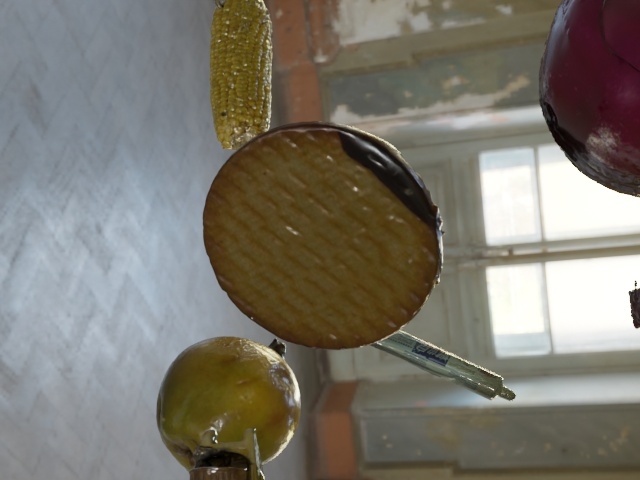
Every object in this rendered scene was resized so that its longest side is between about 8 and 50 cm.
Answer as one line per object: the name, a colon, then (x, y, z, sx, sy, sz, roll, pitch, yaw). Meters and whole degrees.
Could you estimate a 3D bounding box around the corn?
corn: (-0.119, -0.261, 1.343, 0.106, 0.106, 0.293, 61, 19, -55)

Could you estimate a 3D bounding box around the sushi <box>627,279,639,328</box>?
sushi: (0.577, 0.091, 1.367, 0.161, 0.241, 0.108, -8, 81, -55)

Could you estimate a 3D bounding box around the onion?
onion: (0.201, -0.083, 0.432, 0.135, 0.173, 0.198, 18, 31, -52)

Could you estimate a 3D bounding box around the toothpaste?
toothpaste: (0.183, 0.184, 1.325, 0.060, 0.233, 0.038, -44, 153, -51)

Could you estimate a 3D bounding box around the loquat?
loquat: (-0.123, 0.233, 1.309, 0.246, 0.213, 0.214, -46, 133, -41)

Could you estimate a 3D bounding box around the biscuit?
biscuit: (0.000, 0.000, 1.139, 0.040, 0.317, 0.318, -58, 140, -64)

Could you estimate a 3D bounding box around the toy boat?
toy boat: (-0.087, 0.283, 0.798, 0.088, 0.068, 0.226, 47, 39, -63)
